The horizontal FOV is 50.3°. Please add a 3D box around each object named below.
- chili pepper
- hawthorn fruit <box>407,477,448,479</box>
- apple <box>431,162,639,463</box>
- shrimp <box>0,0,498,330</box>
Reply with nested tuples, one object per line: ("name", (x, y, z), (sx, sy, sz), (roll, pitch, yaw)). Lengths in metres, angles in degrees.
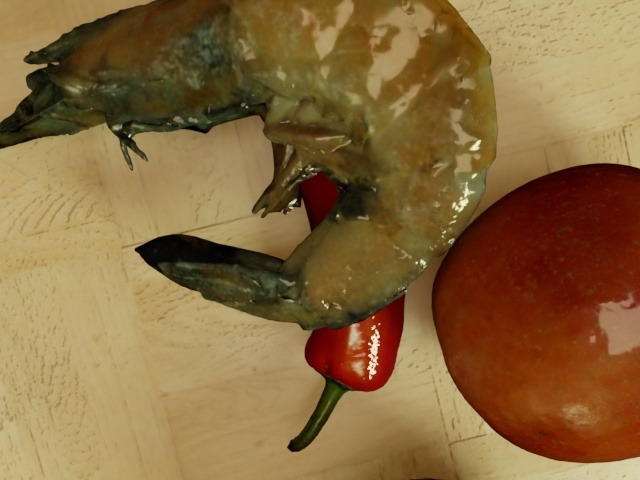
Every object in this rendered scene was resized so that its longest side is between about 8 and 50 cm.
("chili pepper", (0.005, -0.006, 0.587), (0.137, 0.092, 0.368), (-10, 89, 21))
("hawthorn fruit", (0.134, 0.344, 0.547), (0.300, 0.254, 0.254), (28, 96, -20))
("apple", (0.201, 0.053, 0.514), (0.201, 0.218, 0.218), (-27, 95, 29))
("shrimp", (-0.089, -0.068, 0.538), (0.446, 0.085, 0.271), (1, 98, 18))
